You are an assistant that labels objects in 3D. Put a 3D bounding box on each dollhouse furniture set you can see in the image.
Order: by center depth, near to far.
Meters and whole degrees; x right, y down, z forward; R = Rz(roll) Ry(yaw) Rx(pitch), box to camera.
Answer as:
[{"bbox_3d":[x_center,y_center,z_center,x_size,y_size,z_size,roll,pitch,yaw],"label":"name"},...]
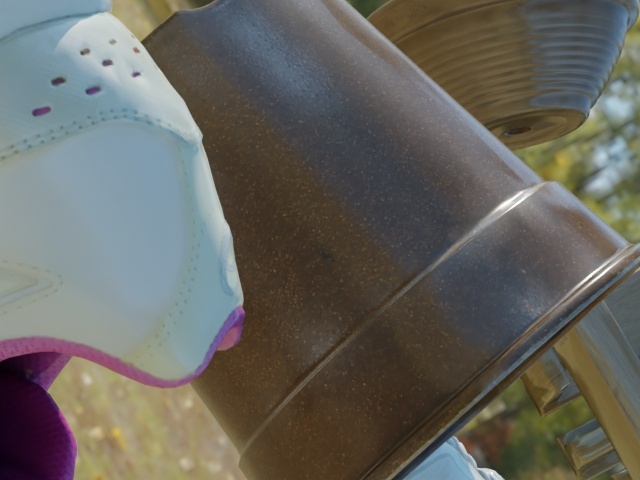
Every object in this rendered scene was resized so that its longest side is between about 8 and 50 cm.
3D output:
[{"bbox_3d":[0.206,0.075,1.057,0.144,0.123,0.151,61,-12,15],"label":"dollhouse furniture set"}]

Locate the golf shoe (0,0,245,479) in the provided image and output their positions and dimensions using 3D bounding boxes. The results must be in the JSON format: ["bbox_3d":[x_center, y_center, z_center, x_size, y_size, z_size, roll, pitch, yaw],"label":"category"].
[{"bbox_3d":[-0.152,0.045,0.453,0.140,0.306,0.115,54,23,-1],"label":"golf shoe"}]

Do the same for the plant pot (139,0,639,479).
[{"bbox_3d":[0.000,0.000,0.622,0.165,0.167,0.167,48,-1,8],"label":"plant pot"}]

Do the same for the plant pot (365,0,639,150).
[{"bbox_3d":[0.155,-0.141,1.457,0.237,0.237,0.110,56,22,-76],"label":"plant pot"}]

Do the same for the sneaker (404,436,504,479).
[{"bbox_3d":[0.116,0.226,1.383,0.118,0.110,0.292,35,3,34],"label":"sneaker"}]
